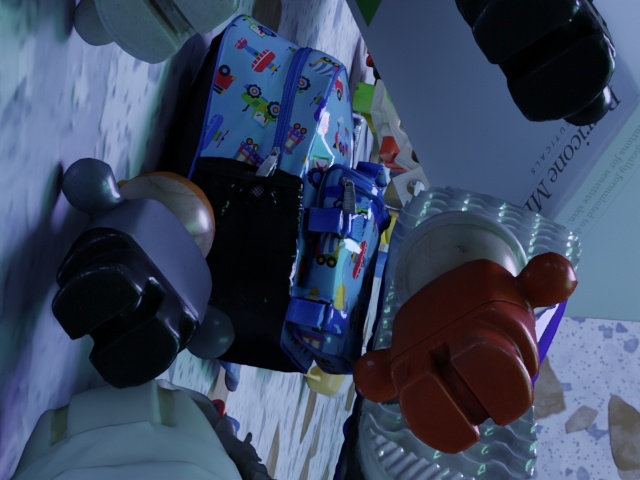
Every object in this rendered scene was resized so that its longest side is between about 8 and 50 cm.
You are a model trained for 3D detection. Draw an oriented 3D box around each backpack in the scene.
[{"bbox_3d":[-0.022,-0.024,0.786,0.158,0.117,0.173,72,30,-75],"label":"backpack"}]

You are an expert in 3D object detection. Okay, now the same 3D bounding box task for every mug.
[{"bbox_3d":[0.007,0.132,1.595,0.062,0.078,0.064,24,-86,64],"label":"mug"}]

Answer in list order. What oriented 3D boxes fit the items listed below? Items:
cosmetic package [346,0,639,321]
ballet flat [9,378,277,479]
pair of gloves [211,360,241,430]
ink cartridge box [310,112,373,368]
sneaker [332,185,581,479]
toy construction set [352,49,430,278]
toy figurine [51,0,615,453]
[{"bbox_3d":[0.154,-0.142,1.017,0.197,0.155,0.365,-60,-144,37],"label":"cosmetic package"},{"bbox_3d":[-0.078,0.125,0.629,0.409,0.147,0.147,85,17,-82],"label":"ballet flat"},{"bbox_3d":[-0.060,0.096,0.979,0.159,0.023,0.198,94,3,-65],"label":"pair of gloves"},{"bbox_3d":[0.000,0.000,1.294,0.224,0.045,0.223,8,93,-83],"label":"ink cartridge box"},{"bbox_3d":[0.059,0.086,0.787,0.293,0.102,0.146,-62,170,-56],"label":"sneaker"},{"bbox_3d":[0.088,-0.080,1.498,0.328,0.151,0.215,136,-31,-78],"label":"toy construction set"},{"bbox_3d":[0.005,-0.041,0.590,0.148,0.210,0.213,-79,177,-67],"label":"toy figurine"}]
